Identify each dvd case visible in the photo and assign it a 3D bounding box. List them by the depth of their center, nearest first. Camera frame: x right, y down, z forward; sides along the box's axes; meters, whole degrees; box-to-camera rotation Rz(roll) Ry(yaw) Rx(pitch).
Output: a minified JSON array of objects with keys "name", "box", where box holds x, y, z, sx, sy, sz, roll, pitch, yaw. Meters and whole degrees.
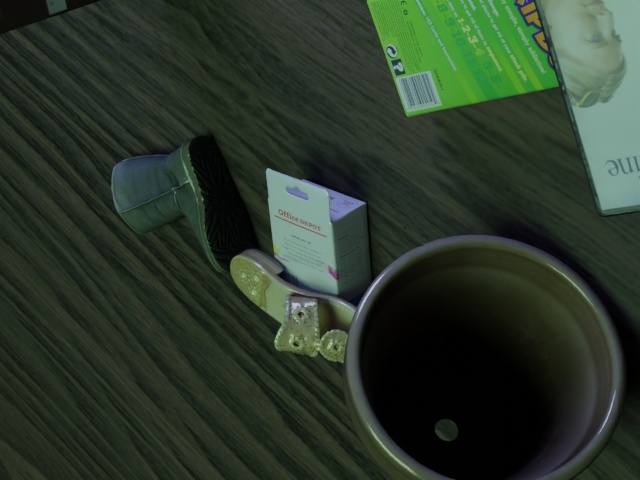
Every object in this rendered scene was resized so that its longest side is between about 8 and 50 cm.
[{"name":"dvd case","box":[0.275,-0.148,1.081,0.180,0.022,0.253,-9,106,39]}]

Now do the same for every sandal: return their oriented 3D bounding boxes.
[{"name":"sandal","box":[-0.032,0.095,1.486,0.240,0.079,0.088,33,136,31]}]

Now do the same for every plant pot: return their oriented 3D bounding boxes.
[{"name":"plant pot","box":[0.145,0.155,1.313,0.263,0.263,0.229,50,161,16]}]

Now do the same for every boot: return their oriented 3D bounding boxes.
[{"name":"boot","box":[-0.187,-0.034,1.699,0.208,0.076,0.189,-18,84,47]}]

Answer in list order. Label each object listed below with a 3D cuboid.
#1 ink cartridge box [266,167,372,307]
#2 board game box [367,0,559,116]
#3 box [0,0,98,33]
[{"name":"ink cartridge box","box":[0.000,0.000,1.505,0.104,0.061,0.181,23,130,39]},{"name":"board game box","box":[0.156,-0.192,1.214,0.259,0.039,0.124,-4,110,53]},{"name":"box","box":[-0.311,-0.334,1.394,0.143,0.381,0.191,10,121,44]}]
